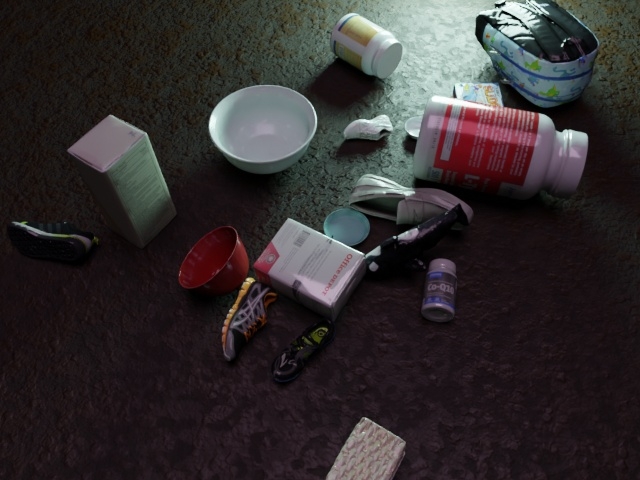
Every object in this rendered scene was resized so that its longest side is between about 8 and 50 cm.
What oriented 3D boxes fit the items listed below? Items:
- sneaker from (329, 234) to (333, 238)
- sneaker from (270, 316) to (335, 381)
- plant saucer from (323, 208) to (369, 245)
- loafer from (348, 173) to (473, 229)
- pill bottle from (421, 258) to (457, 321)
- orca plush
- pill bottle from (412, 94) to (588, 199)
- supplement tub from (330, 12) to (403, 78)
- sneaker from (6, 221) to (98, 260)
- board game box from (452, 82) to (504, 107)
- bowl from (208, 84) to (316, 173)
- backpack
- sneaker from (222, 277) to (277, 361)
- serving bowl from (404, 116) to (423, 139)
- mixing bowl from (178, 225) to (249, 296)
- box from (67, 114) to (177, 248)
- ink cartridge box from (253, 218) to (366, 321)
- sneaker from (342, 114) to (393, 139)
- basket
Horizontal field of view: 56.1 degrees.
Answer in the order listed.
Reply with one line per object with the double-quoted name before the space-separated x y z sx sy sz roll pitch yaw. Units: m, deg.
"sneaker" 0.000 0.000 1.523 0.069 0.038 0.098 -31 68 2
"sneaker" -0.041 0.237 1.340 0.067 0.078 0.188 39 64 25
"plant saucer" 0.068 -0.030 1.561 0.120 0.021 0.119 0 55 0
"loafer" 0.227 -0.081 1.543 0.320 0.112 0.111 15 51 22
"pill bottle" 0.283 0.116 1.419 0.078 0.078 0.137 9 55 7
"orca plush" 0.236 0.028 1.451 0.287 0.151 0.102 -26 76 -5
"pill bottle" 0.462 -0.235 1.573 0.408 0.229 0.229 13 56 11
"supplement tub" 0.145 -0.612 1.897 0.200 0.144 0.144 39 64 24
"sneaker" -0.683 -0.005 1.541 0.235 0.084 0.097 14 32 10
"board game box" 0.479 -0.393 1.802 0.136 0.035 0.201 -1 55 1
"bowl" -0.157 -0.286 1.679 0.298 0.134 0.297 0 55 0
"backpack" 0.674 -0.572 1.816 0.290 0.273 0.355 -17 34 -13
"sneaker" -0.166 0.181 1.382 0.083 0.084 0.214 16 56 6
"serving bowl" 0.288 -0.324 1.762 0.084 0.027 0.083 0 54 0
"mixing bowl" -0.239 0.066 1.434 0.182 0.098 0.181 -27 37 22
"box" -0.473 -0.135 1.469 0.121 0.311 0.148 29 60 20
"ink cartridge box" -0.021 0.067 1.418 0.218 0.092 0.158 25 65 21
"sneaker" 0.140 -0.320 1.747 0.152 0.053 0.061 -16 59 -11
"basket" 0.085 0.445 1.175 0.113 0.103 0.167 27 59 17
